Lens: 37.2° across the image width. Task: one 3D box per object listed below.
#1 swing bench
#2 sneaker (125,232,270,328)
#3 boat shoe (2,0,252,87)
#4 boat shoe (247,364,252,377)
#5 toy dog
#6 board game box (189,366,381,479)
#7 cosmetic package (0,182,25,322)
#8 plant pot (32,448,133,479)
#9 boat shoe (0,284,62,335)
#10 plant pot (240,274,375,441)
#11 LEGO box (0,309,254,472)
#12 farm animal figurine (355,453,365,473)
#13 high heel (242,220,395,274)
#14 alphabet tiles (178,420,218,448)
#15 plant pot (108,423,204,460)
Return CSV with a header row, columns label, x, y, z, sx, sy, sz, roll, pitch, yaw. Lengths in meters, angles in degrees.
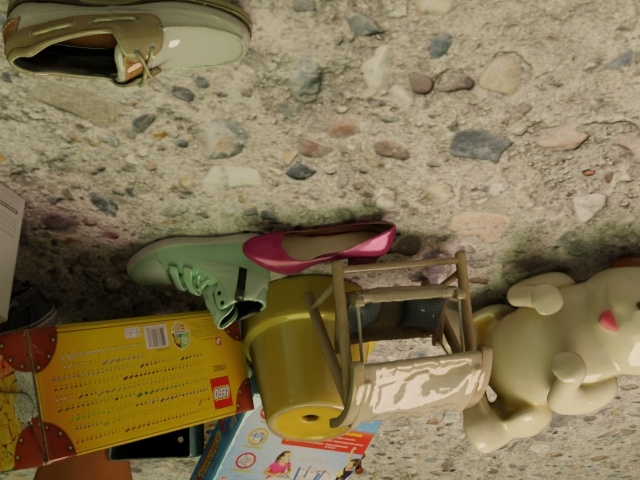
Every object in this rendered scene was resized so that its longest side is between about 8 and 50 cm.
label,x,y,z,sx,sy,sz,roll,pitch,yaw
swing bench,0.134,0.169,1.603,0.253,0.254,0.165,-4,158,-22
sneaker,-0.208,0.076,1.588,0.256,0.151,0.094,-8,146,9
boat shoe,-0.235,-0.239,1.176,0.303,0.103,0.113,0,145,-5
boat shoe,-0.237,0.237,1.818,0.226,0.083,0.076,17,180,25
toy dog,0.472,0.197,1.717,0.408,0.284,0.395,-31,145,33
board game box,-0.069,0.422,1.945,0.308,0.086,0.301,15,114,-28
cosmetic package,-0.583,0.032,1.430,0.224,0.224,0.138,-20,142,23
plant pot,-0.564,0.600,2.262,0.291,0.203,0.290,-2,145,-1
boat shoe,-0.597,0.141,1.702,0.301,0.108,0.102,-13,113,35
plant pot,-0.020,0.228,1.747,0.254,0.239,0.254,-2,144,-1
LEGO box,-0.411,0.252,1.576,0.373,0.193,0.500,-16,172,30
farm animal figurine,-0.085,0.463,2.132,0.330,0.172,0.326,-27,127,0
high heel,0.000,0.000,1.556,0.244,0.082,0.117,8,144,-17
alphabet tiles,-0.254,0.439,2.229,0.198,0.009,0.237,9,144,-17
plant pot,-0.320,0.375,1.982,0.166,0.165,0.234,-4,165,7
